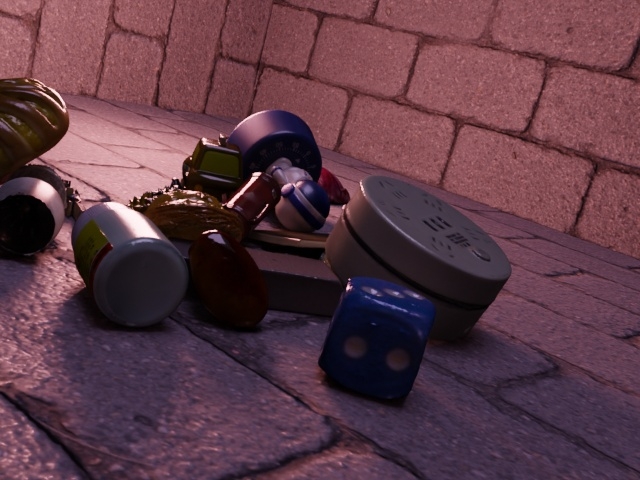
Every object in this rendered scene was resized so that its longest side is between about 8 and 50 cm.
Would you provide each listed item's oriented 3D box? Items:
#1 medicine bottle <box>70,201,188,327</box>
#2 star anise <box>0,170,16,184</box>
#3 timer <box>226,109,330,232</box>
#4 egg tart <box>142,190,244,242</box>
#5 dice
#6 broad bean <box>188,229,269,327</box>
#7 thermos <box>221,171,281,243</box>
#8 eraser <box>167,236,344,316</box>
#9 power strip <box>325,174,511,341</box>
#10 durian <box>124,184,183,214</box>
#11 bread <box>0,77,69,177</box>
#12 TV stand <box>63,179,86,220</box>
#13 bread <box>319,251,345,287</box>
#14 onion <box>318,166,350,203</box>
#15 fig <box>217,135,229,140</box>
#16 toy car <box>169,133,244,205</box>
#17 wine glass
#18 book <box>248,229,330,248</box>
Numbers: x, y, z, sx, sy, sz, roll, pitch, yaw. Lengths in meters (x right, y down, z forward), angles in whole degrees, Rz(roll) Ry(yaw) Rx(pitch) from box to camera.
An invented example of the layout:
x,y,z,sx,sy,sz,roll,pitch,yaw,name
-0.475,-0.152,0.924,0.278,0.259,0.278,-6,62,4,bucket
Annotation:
x,y,z,sx,sy,sz,roll,pitch,yaw,name
-0.297,0.030,1.165,0.139,0.139,0.225,7,16,-31,medicine bottle
-0.742,-0.172,1.626,0.236,0.093,0.229,16,14,15,star anise
-0.083,-0.150,2.021,0.270,0.271,0.384,7,30,-29,timer
-0.242,-0.030,1.400,0.212,0.090,0.213,0,-24,0,egg tart
0.083,0.141,1.117,0.146,0.143,0.146,19,12,2,dice
-0.146,0.063,1.217,0.114,0.165,0.084,-18,-13,-21,broad bean
-0.171,-0.062,1.708,0.124,0.099,0.232,-4,28,25,thermos
-0.103,0.069,1.363,0.352,0.077,0.111,10,16,-21,eraser
0.178,0.019,1.474,0.357,0.162,0.357,25,23,-12,power strip
-0.347,-0.066,1.560,0.108,0.119,0.187,20,15,5,durian
-0.623,-0.196,1.407,0.332,0.160,0.333,-21,23,9,bread
-0.523,-0.082,1.612,0.042,0.036,0.249,8,15,-31,TV stand
0.122,0.078,1.645,0.266,0.041,0.267,13,13,-3,bread
-0.009,-0.204,2.543,0.247,0.111,0.250,1,17,-40,onion
-0.314,-0.221,2.246,0.128,0.150,0.129,8,52,-11,fig
-0.259,-0.164,1.889,0.204,0.198,0.248,11,13,-14,toy car
-0.507,-0.056,1.332,0.126,0.127,0.241,11,11,-17,wine glass
0.000,0.000,1.789,0.310,0.021,0.216,2,6,-42,book
